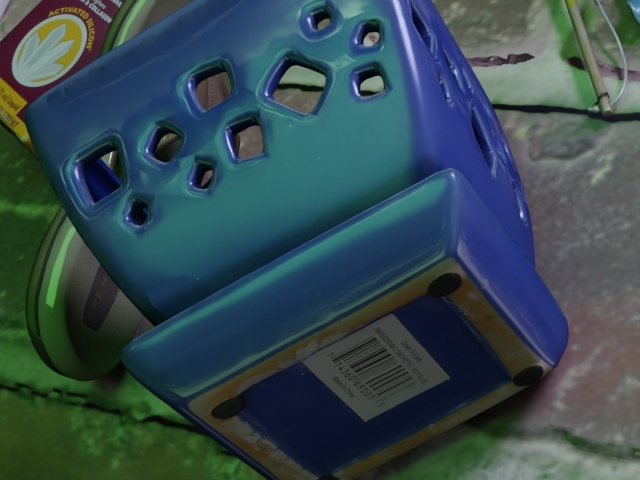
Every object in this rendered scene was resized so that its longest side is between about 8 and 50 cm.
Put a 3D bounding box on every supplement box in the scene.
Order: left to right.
[{"bbox_3d":[-0.151,-0.137,1.295,0.188,0.081,0.104,-46,48,-5],"label":"supplement box"}]

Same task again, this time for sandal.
[{"bbox_3d":[-0.099,-0.047,1.186,0.086,0.120,0.303,5,72,38],"label":"sandal"}]

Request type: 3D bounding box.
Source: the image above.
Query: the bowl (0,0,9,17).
[{"bbox_3d":[-0.332,-0.181,1.450,0.142,0.053,0.142,13,68,36],"label":"bowl"}]

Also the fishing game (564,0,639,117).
[{"bbox_3d":[0.272,-0.189,1.112,0.264,0.041,0.189,-19,55,18],"label":"fishing game"}]

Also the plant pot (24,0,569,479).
[{"bbox_3d":[0.000,0.000,1.021,0.236,0.236,0.212,-28,55,10],"label":"plant pot"}]
